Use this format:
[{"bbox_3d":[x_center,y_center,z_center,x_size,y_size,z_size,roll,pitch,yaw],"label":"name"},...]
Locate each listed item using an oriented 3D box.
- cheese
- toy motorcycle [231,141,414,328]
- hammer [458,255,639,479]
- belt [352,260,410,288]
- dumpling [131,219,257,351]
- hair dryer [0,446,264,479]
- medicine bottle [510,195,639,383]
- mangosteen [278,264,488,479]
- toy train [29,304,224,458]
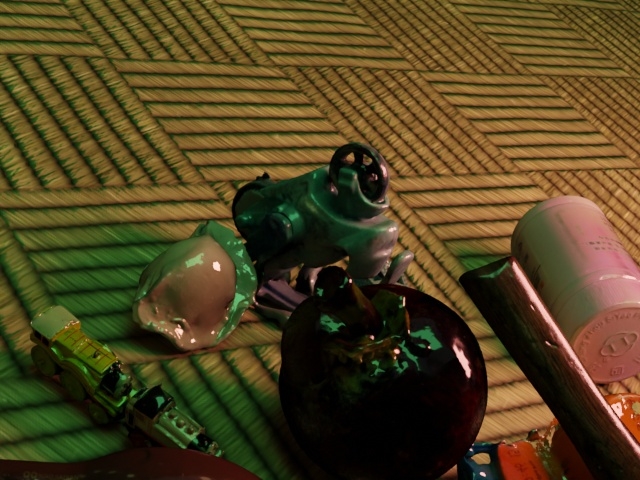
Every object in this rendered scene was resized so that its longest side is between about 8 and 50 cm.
[{"bbox_3d":[0.318,0.267,1.485,0.329,0.129,0.217,-3,42,-20],"label":"cheese"},{"bbox_3d":[0.000,0.000,1.568,0.154,0.260,0.206,-19,92,-48],"label":"toy motorcycle"},{"bbox_3d":[0.291,0.190,1.379,0.242,0.095,0.409,-33,86,-11],"label":"hammer"},{"bbox_3d":[0.099,0.126,1.599,0.087,0.072,0.302,8,34,-29],"label":"belt"},{"bbox_3d":[-0.147,0.061,1.510,0.127,0.108,0.188,58,46,-15],"label":"dumpling"},{"bbox_3d":[-0.185,0.327,1.096,0.312,0.123,0.340,5,45,-11],"label":"hair dryer"},{"bbox_3d":[0.377,0.066,1.809,0.152,0.152,0.254,12,33,-20],"label":"medicine bottle"},{"bbox_3d":[0.059,0.137,1.358,0.231,0.289,0.231,-7,57,11],"label":"mangosteen"},{"bbox_3d":[-0.202,0.165,1.322,0.249,0.085,0.053,36,49,18],"label":"toy train"}]
